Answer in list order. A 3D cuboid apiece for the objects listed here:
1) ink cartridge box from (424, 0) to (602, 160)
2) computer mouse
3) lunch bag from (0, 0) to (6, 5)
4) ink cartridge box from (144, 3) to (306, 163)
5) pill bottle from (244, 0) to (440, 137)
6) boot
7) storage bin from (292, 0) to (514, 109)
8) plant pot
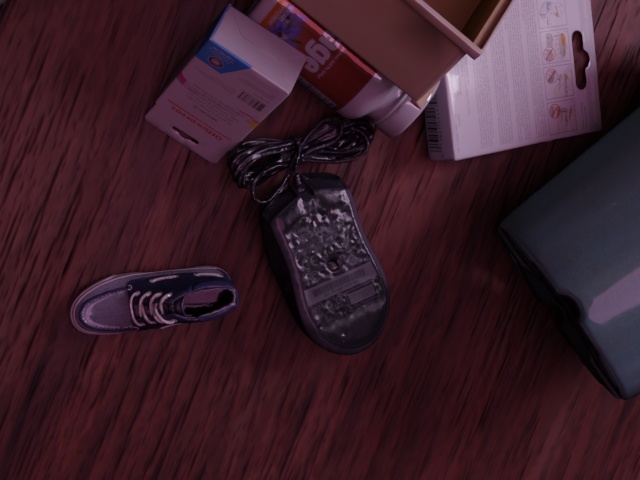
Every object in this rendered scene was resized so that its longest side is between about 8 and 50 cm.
[{"bbox_3d":[0.227,-0.204,1.501,0.232,0.066,0.189,-14,102,-33],"label":"ink cartridge box"},{"bbox_3d":[0.000,0.000,1.456,0.188,0.072,0.272,-18,97,-24],"label":"computer mouse"},{"bbox_3d":[-0.296,-0.417,1.200,0.305,0.213,0.256,-31,111,33],"label":"lunch bag"},{"bbox_3d":[-0.109,-0.168,1.377,0.104,0.181,0.062,33,54,-16],"label":"ink cartridge box"},{"bbox_3d":[0.025,-0.216,1.396,0.216,0.121,0.121,37,88,-13],"label":"pill bottle"},{"bbox_3d":[-0.188,0.069,1.410,0.190,0.086,0.069,-14,101,-11],"label":"boot"},{"bbox_3d":[0.085,-0.321,1.325,0.262,0.123,0.260,38,52,-6],"label":"storage bin"},{"bbox_3d":[0.410,-0.008,1.437,0.334,0.341,0.341,-35,105,2],"label":"plant pot"}]
